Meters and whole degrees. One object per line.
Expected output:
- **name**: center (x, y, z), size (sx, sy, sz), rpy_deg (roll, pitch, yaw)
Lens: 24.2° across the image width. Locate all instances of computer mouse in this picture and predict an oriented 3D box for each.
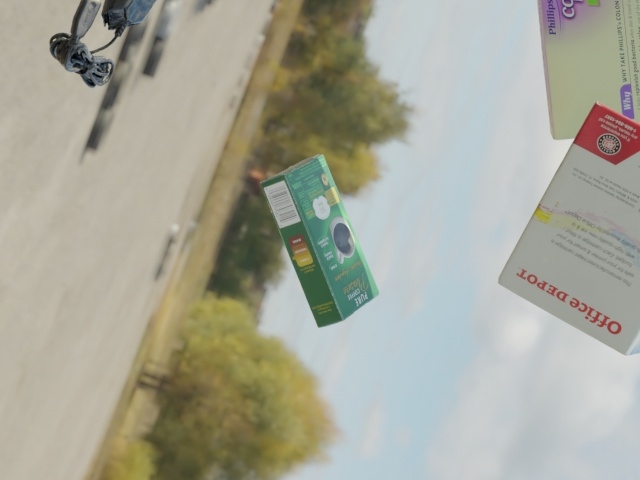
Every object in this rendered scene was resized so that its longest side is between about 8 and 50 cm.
- **computer mouse**: center (-0.243, -0.310, 1.790), size (0.262, 0.060, 0.184), rpy_deg (-56, 171, 6)

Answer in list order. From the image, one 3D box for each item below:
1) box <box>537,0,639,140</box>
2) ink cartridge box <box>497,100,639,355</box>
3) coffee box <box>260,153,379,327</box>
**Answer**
- **box**: center (0.367, -0.232, 1.658), size (0.117, 0.243, 0.213), rpy_deg (-51, 134, -80)
- **ink cartridge box**: center (0.256, -0.006, 1.275), size (0.176, 0.128, 0.127), rpy_deg (-61, 161, 7)
- **coffee box**: center (0.000, 0.000, 1.735), size (0.040, 0.184, 0.113), rpy_deg (-20, -173, 28)
